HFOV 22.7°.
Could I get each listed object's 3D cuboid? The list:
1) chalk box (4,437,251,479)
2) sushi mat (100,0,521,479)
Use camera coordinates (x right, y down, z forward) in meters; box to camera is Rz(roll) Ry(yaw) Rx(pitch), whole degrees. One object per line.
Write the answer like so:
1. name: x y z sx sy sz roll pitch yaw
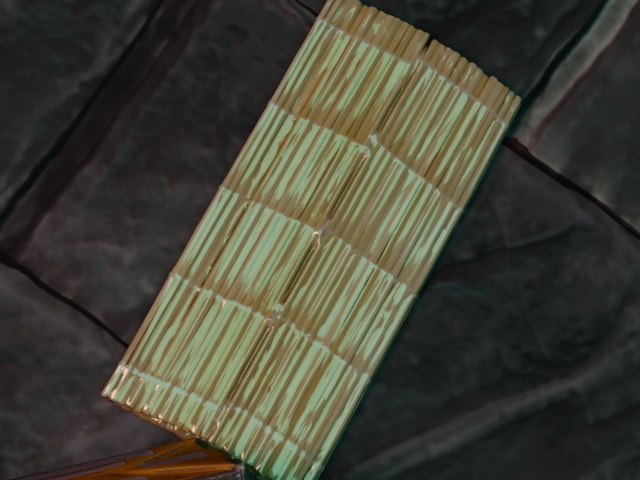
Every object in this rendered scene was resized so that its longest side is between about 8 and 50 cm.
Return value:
1. chalk box: -0.113 0.276 0.903 0.180 0.179 0.288 -10 90 -12
2. sushi mat: 0.000 0.000 1.044 0.151 0.019 0.316 31 79 -6
